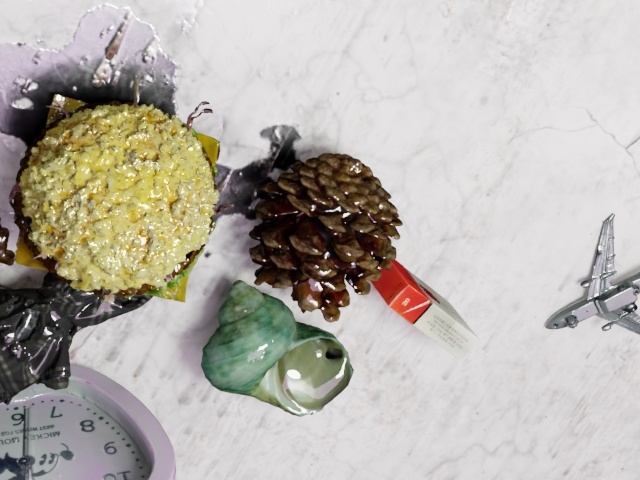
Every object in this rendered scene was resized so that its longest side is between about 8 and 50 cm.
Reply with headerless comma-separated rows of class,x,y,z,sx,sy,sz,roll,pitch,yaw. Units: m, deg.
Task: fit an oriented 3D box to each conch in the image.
conch,-0.065,0.141,1.602,0.176,0.122,0.188,-19,139,14

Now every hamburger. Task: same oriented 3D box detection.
hamburger,-0.218,-0.056,1.397,0.243,0.139,0.261,11,76,-16

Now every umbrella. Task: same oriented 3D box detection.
umbrella,-0.288,0.082,1.499,0.337,0.128,0.154,-32,153,-17

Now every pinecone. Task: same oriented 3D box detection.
pinecone,-0.003,-0.004,1.527,0.184,0.179,0.204,36,113,-16

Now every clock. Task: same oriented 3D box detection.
clock,-0.341,0.287,1.476,0.339,0.338,0.102,-6,124,-17

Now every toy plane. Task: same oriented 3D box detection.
toy plane,0.427,0.074,1.792,0.226,0.058,0.226,-30,108,-2

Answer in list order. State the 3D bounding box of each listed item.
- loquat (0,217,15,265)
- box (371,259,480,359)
loquat,-0.449,0.025,1.344,0.244,0.244,0.243,-9,120,-15
box,0.134,0.086,1.666,0.048,0.100,0.152,-47,123,5
